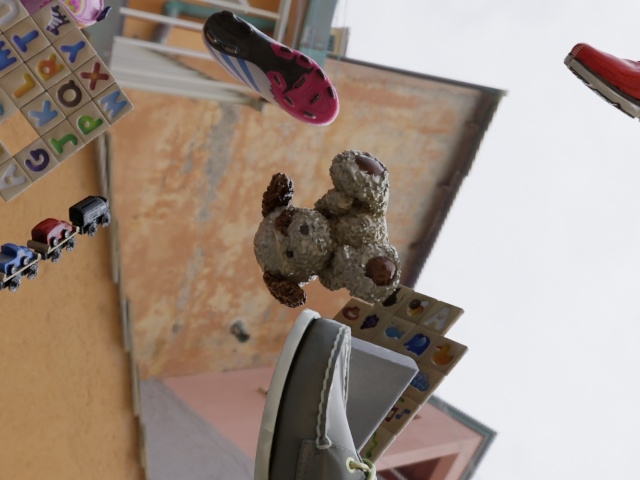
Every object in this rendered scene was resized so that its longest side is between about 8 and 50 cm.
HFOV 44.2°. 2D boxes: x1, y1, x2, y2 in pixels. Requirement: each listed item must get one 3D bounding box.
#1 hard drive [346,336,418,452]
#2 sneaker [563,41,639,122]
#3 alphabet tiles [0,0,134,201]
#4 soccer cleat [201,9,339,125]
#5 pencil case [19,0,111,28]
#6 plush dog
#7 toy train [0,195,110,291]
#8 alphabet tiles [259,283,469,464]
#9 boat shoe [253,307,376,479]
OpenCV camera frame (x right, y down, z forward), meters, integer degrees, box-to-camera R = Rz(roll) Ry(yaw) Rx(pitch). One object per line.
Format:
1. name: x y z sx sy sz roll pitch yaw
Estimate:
1. hard drive: 0.024 0.163 0.799 0.135 0.094 0.022 -58 -154 20
2. sneaker: 0.423 -0.194 0.932 0.107 0.279 0.118 -91 -161 -65
3. alphabet tiles: -0.363 -0.197 0.923 0.009 0.198 0.237 14 -39 57
4. soccer cleat: -0.099 -0.348 1.623 0.116 0.331 0.143 -52 179 -9
5. pencil case: -0.442 -0.338 1.144 0.284 0.124 0.124 -10 -100 28
6. plush dog: 0.000 0.000 1.322 0.210 0.225 0.262 105 -19 -69
7. toy train: -0.241 -0.002 0.706 0.027 0.158 0.036 17 -57 16
8. alphabet tiles: 0.063 0.207 1.235 0.342 0.011 0.285 -46 -147 -18
9. boat shoe: -0.003 0.207 0.604 0.091 0.109 0.305 5 -103 17
